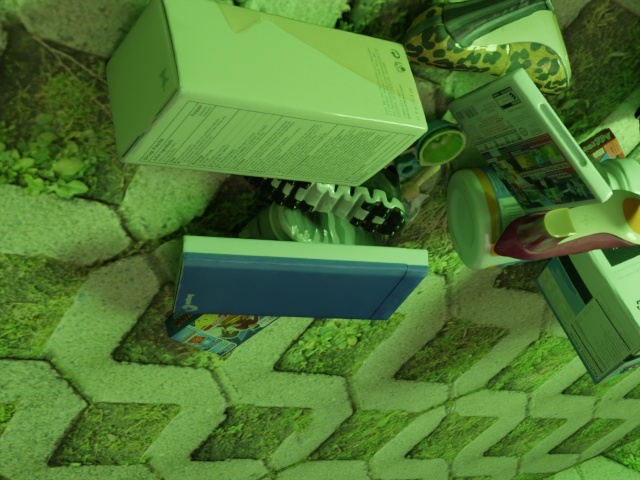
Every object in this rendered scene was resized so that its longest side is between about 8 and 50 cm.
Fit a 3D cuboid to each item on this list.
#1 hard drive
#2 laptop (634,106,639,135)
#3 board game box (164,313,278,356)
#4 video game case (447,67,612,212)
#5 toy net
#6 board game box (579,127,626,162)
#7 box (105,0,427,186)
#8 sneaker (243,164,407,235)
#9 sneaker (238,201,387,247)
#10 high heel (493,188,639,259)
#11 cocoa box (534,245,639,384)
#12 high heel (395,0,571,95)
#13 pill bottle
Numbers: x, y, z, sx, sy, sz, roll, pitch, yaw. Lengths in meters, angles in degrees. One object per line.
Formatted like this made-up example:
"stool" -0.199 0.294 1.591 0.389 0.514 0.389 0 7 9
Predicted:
"hard drive" -0.036 0.058 1.251 0.318 0.040 0.210 3 156 -12
"laptop" 0.634 -0.227 1.233 0.407 0.236 0.382 -3 143 -29
"board game box" -0.122 0.102 1.405 0.201 0.035 0.136 -35 146 17
"video game case" 0.252 -0.116 1.127 0.023 0.183 0.201 -39 -173 -12
"toy net" 0.122 -0.084 1.284 0.122 0.045 0.232 -13 146 -17
"board game box" 0.456 -0.079 1.528 0.145 0.027 0.281 -32 147 15
"box" -0.055 -0.151 0.975 0.311 0.121 0.148 4 153 -38
"sneaker" 0.005 -0.088 1.174 0.234 0.106 0.078 19 143 -14
"sneaker" 0.000 0.000 1.307 0.115 0.105 0.281 -18 152 33
"high heel" 0.362 -0.011 1.264 0.244 0.082 0.117 -11 169 -30
"cocoa box" 0.599 0.061 1.587 0.347 0.231 0.228 -20 157 -16
"high heel" 0.206 -0.225 1.124 0.186 0.093 0.261 -16 158 18
"pill bottle" 0.337 -0.050 1.348 0.271 0.152 0.152 -9 146 -10
